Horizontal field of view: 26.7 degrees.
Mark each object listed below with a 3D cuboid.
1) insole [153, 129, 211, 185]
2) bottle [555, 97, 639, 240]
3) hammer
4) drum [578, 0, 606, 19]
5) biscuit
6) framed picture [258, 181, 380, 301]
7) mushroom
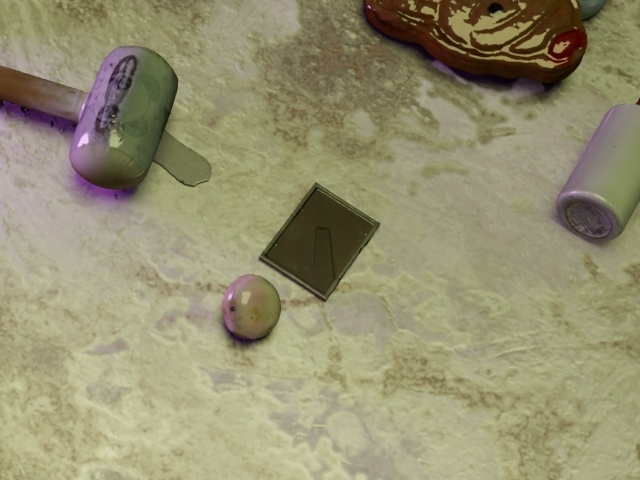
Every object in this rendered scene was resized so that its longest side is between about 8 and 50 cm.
[{"bbox_3d":[-0.234,-0.139,1.868,0.197,0.004,0.065,34,60,7],"label":"insole"},{"bbox_3d":[0.433,-0.118,1.945,0.104,0.104,0.245,31,60,5],"label":"bottle"},{"bbox_3d":[-0.357,-0.188,1.814,0.306,0.113,0.201,14,59,3],"label":"hammer"},{"bbox_3d":[0.389,-0.464,2.154,0.130,0.049,0.253,-3,63,-14],"label":"drum"},{"bbox_3d":[0.256,-0.394,2.048,0.359,0.074,0.381,-40,70,-15],"label":"biscuit"},{"bbox_3d":[0.000,0.000,1.840,0.109,0.011,0.149,33,61,7],"label":"framed picture"},{"bbox_3d":[-0.091,0.085,1.741,0.084,0.067,0.083,-6,101,-35],"label":"mushroom"}]
